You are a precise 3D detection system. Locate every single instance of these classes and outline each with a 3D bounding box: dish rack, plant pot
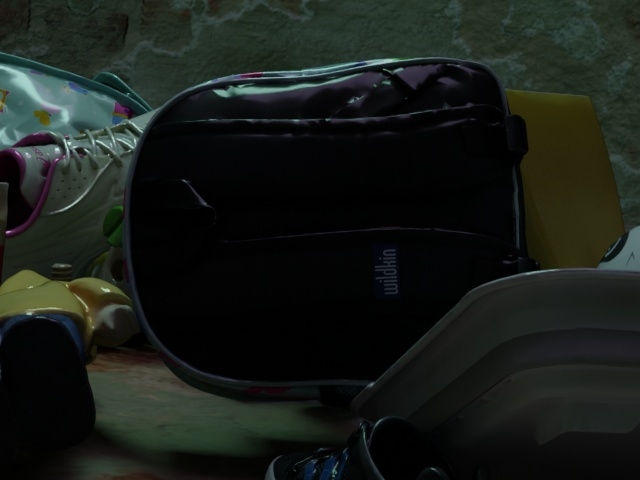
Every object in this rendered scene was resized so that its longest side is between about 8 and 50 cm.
[{"bbox_3d":[0.181,0.100,0.867,0.285,0.072,0.333,5,-20,-11],"label":"dish rack"},{"bbox_3d":[0.155,0.001,1.425,0.212,0.187,0.212,-33,-16,32],"label":"plant pot"}]

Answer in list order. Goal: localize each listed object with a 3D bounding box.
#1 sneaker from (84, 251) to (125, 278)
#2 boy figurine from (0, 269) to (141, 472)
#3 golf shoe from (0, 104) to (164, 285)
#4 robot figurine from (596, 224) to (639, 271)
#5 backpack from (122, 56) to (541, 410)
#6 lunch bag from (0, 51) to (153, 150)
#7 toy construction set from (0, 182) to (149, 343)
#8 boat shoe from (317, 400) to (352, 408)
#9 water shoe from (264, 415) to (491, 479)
[{"bbox_3d":[-0.200,0.009,1.520,0.208,0.127,0.319,9,8,39],"label":"sneaker"},{"bbox_3d":[-0.205,0.078,1.057,0.177,0.092,0.285,-21,6,-5],"label":"boy figurine"},{"bbox_3d":[-0.204,-0.049,1.397,0.306,0.140,0.115,-40,51,-23],"label":"golf shoe"},{"bbox_3d":[0.344,0.058,1.331,0.278,0.209,0.173,0,31,-43],"label":"robot figurine"},{"bbox_3d":[0.000,0.000,1.045,0.253,0.225,0.191,-3,-10,-4],"label":"backpack"},{"bbox_3d":[-0.287,-0.074,1.731,0.262,0.160,0.223,11,-34,-14],"label":"lunch bag"},{"bbox_3d":[-0.122,-0.015,1.300,0.309,0.237,0.257,3,7,-20],"label":"toy construction set"},{"bbox_3d":[0.012,0.035,1.199,0.066,0.183,0.066,0,19,20],"label":"boat shoe"},{"bbox_3d":[0.036,0.131,0.861,0.073,0.080,0.203,2,7,-29],"label":"water shoe"}]
